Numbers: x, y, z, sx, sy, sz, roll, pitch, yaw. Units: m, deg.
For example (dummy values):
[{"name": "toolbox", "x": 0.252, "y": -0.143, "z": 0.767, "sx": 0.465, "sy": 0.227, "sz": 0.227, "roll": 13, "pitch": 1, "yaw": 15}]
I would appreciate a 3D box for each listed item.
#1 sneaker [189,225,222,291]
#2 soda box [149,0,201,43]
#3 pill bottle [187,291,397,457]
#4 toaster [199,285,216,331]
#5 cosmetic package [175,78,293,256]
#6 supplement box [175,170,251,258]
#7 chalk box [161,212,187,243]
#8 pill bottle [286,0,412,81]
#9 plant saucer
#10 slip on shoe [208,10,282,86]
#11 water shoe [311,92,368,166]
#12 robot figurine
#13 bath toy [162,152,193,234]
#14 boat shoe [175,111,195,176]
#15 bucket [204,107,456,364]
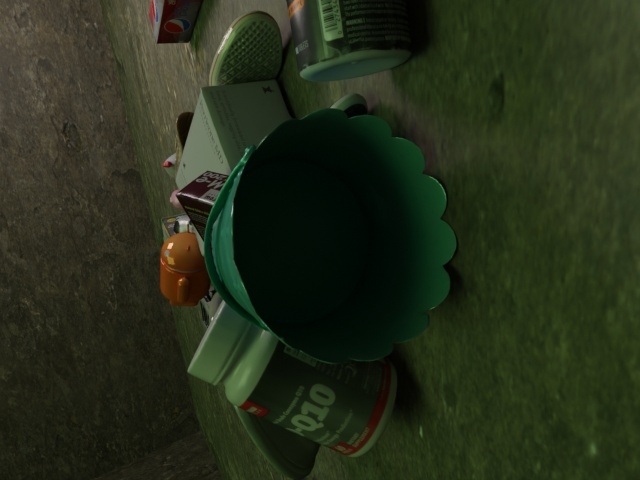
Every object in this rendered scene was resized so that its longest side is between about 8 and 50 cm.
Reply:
[{"name": "sneaker", "x": -0.273, "y": 0.070, "z": 1.200, "sx": 0.350, "sy": 0.131, "sz": 0.148, "roll": 42, "pitch": 135, "yaw": 45}, {"name": "soda box", "x": -0.354, "y": -0.588, "z": 1.045, "sx": 0.263, "sy": 0.092, "sz": 0.083, "roll": -18, "pitch": 87, "yaw": 63}, {"name": "pill bottle", "x": -0.042, "y": 0.197, "z": 0.654, "sx": 0.161, "sy": 0.283, "sz": 0.161, "roll": -59, "pitch": 10, "yaw": 17}, {"name": "toaster", "x": -0.313, "y": 0.253, "z": 1.396, "sx": 0.168, "sy": 0.110, "sz": 0.185, "roll": 45, "pitch": 141, "yaw": 44}, {"name": "cosmetic package", "x": -0.176, "y": -0.126, "z": 0.889, "sx": 0.217, "sy": 0.156, "sz": 0.385, "roll": 67, "pitch": 153, "yaw": 9}, {"name": "supplement box", "x": -0.121, "y": 0.011, "z": 0.700, "sx": 0.130, "sy": 0.073, "sz": 0.239, "roll": 17, "pitch": 142, "yaw": 38}, {"name": "chalk box", "x": -0.501, "y": -0.013, "z": 1.581, "sx": 0.213, "sy": 0.133, "sz": 0.131, "roll": 48, "pitch": 143, "yaw": 42}, {"name": "pill bottle", "x": 0.020, "y": -0.310, "z": 0.460, "sx": 0.130, "sy": 0.131, "sz": 0.245, "roll": 10, "pitch": 112, "yaw": 60}, {"name": "plant saucer", "x": -0.078, "y": 0.259, "z": 0.874, "sx": 0.400, "sy": 0.101, "sz": 0.400, "roll": 62, "pitch": -177, "yaw": -6}, {"name": "slip on shoe", "x": -0.159, "y": -0.315, "z": 0.812, "sx": 0.331, "sy": 0.123, "sz": 0.101, "roll": 144, "pitch": 111, "yaw": -66}, {"name": "water shoe", "x": 0.000, "y": -0.158, "z": 0.640, "sx": 0.080, "sy": 0.073, "sz": 0.203, "roll": 67, "pitch": 151, "yaw": 18}, {"name": "robot figurine", "x": -0.338, "y": 0.069, "z": 1.080, "sx": 0.128, "sy": 0.158, "sz": 0.219, "roll": 28, "pitch": 127, "yaw": 15}, {"name": "bath toy", "x": -0.430, "y": -0.121, "z": 1.390, "sx": 0.129, "sy": 0.152, "sz": 0.347, "roll": -16, "pitch": -86, "yaw": -79}, {"name": "boat shoe", "x": -0.383, "y": -0.235, "z": 1.292, "sx": 0.089, "sy": 0.105, "sz": 0.284, "roll": -166, "pitch": 74, "yaw": -64}, {"name": "bucket", "x": 0.000, "y": 0.000, "z": 0.528, "sx": 0.183, "sy": 0.282, "sz": 0.280, "roll": -7, "pitch": 98, "yaw": 66}]
